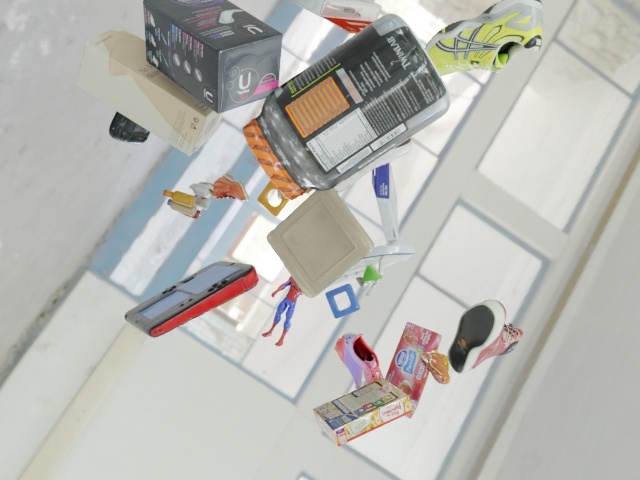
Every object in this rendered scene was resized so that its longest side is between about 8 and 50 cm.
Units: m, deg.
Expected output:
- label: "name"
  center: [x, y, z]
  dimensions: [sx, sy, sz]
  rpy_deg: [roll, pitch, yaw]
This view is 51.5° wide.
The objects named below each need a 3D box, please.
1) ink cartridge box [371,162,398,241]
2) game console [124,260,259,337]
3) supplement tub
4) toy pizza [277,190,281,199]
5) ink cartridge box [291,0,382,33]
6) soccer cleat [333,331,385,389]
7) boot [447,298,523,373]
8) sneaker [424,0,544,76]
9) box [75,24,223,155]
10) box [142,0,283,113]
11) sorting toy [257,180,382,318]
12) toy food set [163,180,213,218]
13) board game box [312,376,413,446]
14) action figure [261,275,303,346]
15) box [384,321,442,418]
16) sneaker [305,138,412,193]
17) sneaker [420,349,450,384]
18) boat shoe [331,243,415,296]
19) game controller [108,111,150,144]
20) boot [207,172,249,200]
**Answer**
- label: "ink cartridge box"
  center: [0.197, -0.151, 2.005]
  dimensions: [0.223, 0.045, 0.224]
  rpy_deg: [-85, 162, -47]
- label: "game console"
  center: [-0.373, 0.156, 1.891]
  dimensions: [0.341, 0.060, 0.386]
  rpy_deg: [-26, -169, -24]
- label: "supplement tub"
  center: [0.043, -0.229, 1.187]
  dimensions: [0.338, 0.207, 0.207]
  rpy_deg: [-32, -171, 9]
- label: "toy pizza"
  center: [-0.119, -0.249, 2.497]
  dimensions: [0.201, 0.032, 0.201]
  rpy_deg: [-60, 169, -19]
- label: "ink cartridge box"
  center: [0.090, -0.669, 1.933]
  dimensions: [0.275, 0.239, 0.060]
  rpy_deg: [-15, 134, -47]
- label: "soccer cleat"
  center: [0.127, 0.343, 1.690]
  dimensions: [0.083, 0.248, 0.095]
  rpy_deg: [-35, -176, -39]
- label: "boot"
  center: [0.398, 0.196, 1.488]
  dimensions: [0.176, 0.088, 0.244]
  rpy_deg: [-15, 145, -22]
- label: "sneaker"
  center: [0.429, -0.524, 1.816]
  dimensions: [0.384, 0.145, 0.147]
  rpy_deg: [-20, -110, 49]
- label: "box"
  center: [-0.382, -0.345, 1.521]
  dimensions: [0.121, 0.311, 0.148]
  rpy_deg: [-57, -177, 38]
- label: "box"
  center: [-0.227, -0.402, 1.384]
  dimensions: [0.165, 0.270, 0.143]
  rpy_deg: [-28, 143, -34]
- label: "sorting toy"
  center: [0.000, 0.000, 1.461]
  dimensions: [0.196, 0.348, 0.047]
  rpy_deg: [-40, 169, 20]
- label: "toy food set"
  center: [-0.450, -0.147, 2.269]
  dimensions: [0.232, 0.104, 0.111]
  rpy_deg: [-58, 166, -66]
- label: "board game box"
  center: [0.096, 0.395, 1.546]
  dimensions: [0.193, 0.045, 0.146]
  rpy_deg: [-21, -168, -15]
- label: "action figure"
  center: [-0.118, 0.212, 2.144]
  dimensions: [0.280, 0.091, 0.139]
  rpy_deg: [-65, 159, 13]
- label: "box"
  center: [0.275, 0.402, 2.061]
  dimensions: [0.128, 0.122, 0.257]
  rpy_deg: [90, 23, -61]
- label: "sneaker"
  center: [0.077, -0.185, 1.585]
  dimensions: [0.123, 0.290, 0.106]
  rpy_deg: [78, -1, -47]
- label: "sneaker"
  center: [0.318, 0.332, 1.781]
  dimensions: [0.067, 0.064, 0.175]
  rpy_deg: [-27, -166, 0]
- label: "boat shoe"
  center: [0.152, 0.110, 2.239]
  dimensions: [0.136, 0.366, 0.157]
  rpy_deg: [147, -68, -79]
- label: "game controller"
  center: [-0.527, -0.438, 2.019]
  dimensions: [0.319, 0.067, 0.166]
  rpy_deg: [-60, 169, 9]
- label: "boot"
  center: [-0.267, -0.139, 1.922]
  dimensions: [0.084, 0.059, 0.158]
  rpy_deg: [-31, -145, -23]
